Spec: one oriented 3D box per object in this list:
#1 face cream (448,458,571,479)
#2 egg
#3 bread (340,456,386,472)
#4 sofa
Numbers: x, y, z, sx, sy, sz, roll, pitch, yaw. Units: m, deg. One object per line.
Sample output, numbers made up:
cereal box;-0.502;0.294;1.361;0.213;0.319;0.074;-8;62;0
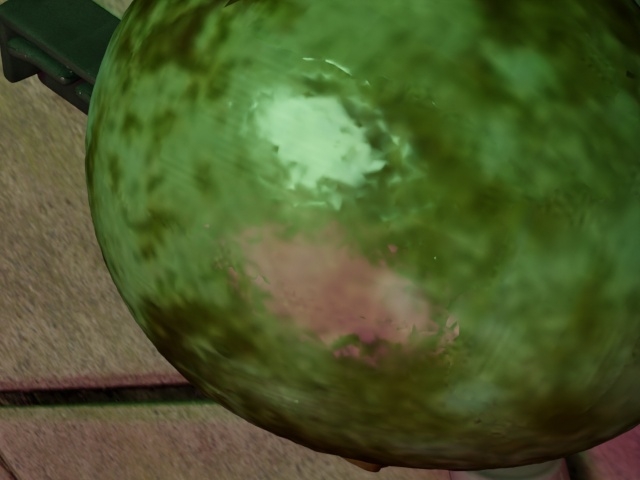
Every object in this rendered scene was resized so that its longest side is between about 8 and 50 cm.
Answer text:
face cream;0.125;0.191;1.189;0.084;0.057;0.198;21;139;39
egg;0.039;-0.024;0.811;0.289;0.238;0.238;26;144;36
bread;0.000;0.000;1.095;0.210;0.099;0.235;35;144;22
sofa;-0.132;-0.085;1.210;0.147;0.060;0.085;35;149;24
